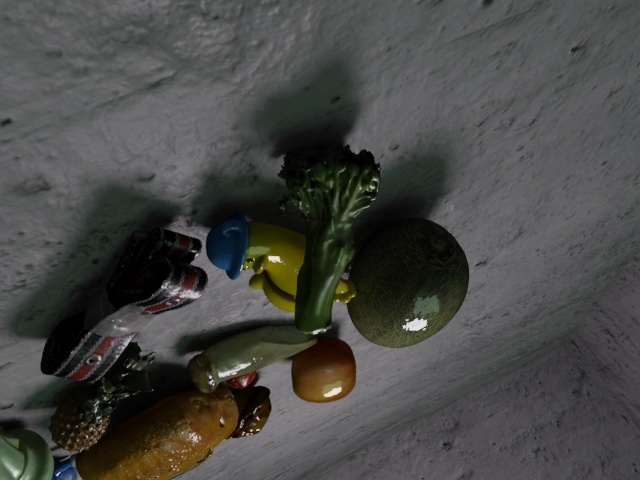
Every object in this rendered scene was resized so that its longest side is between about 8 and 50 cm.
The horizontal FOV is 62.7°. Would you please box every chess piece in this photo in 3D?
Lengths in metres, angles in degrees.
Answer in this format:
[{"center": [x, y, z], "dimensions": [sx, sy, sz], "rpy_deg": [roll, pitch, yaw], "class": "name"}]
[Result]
[{"center": [-0.617, 0.398, 0.963], "dimensions": [0.176, 0.176, 0.298], "rpy_deg": [-18, 146, -19], "class": "chess piece"}]

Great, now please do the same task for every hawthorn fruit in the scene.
[{"center": [-0.197, 0.316, 1.288], "dimensions": [0.093, 0.093, 0.093], "rpy_deg": [-21, 148, -14], "class": "hawthorn fruit"}]

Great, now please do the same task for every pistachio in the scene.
[{"center": [-0.202, 0.476, 1.451], "dimensions": [0.130, 0.165, 0.210], "rpy_deg": [35, 132, -12], "class": "pistachio"}]

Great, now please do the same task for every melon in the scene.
[{"center": [0.179, 0.099, 1.133], "dimensions": [0.248, 0.248, 0.329], "rpy_deg": [-12, 146, -27], "class": "melon"}]

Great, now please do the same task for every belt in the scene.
[{"center": [-0.326, 0.118, 0.852], "dimensions": [0.359, 0.126, 0.094], "rpy_deg": [-42, 145, 21], "class": "belt"}]

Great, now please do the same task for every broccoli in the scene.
[{"center": [0.004, 0.000, 0.826], "dimensions": [0.165, 0.304, 0.145], "rpy_deg": [6, -176, -7], "class": "broccoli"}]

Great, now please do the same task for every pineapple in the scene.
[{"center": [-0.434, 0.317, 1.047], "dimensions": [0.277, 0.130, 0.119], "rpy_deg": [-48, -175, 28], "class": "pineapple"}]

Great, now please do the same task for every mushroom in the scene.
[{"center": [-0.152, 0.256, 1.232], "dimensions": [0.333, 0.087, 0.107], "rpy_deg": [-16, 134, -33], "class": "mushroom"}]

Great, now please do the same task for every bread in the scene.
[{"center": [-0.371, 0.482, 1.248], "dimensions": [0.337, 0.148, 0.328], "rpy_deg": [-31, 165, 0], "class": "bread"}]

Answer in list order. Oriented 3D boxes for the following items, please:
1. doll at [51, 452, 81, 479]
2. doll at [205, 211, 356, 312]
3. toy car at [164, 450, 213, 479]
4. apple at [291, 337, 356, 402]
[{"center": [-0.665, 0.558, 1.201], "dimensions": [0.215, 0.161, 0.257], "rpy_deg": [-39, 167, -10], "class": "doll"}, {"center": [-0.056, 0.041, 0.948], "dimensions": [0.199, 0.145, 0.363], "rpy_deg": [-27, 146, 19], "class": "doll"}, {"center": [-0.435, 0.646, 1.545], "dimensions": [0.256, 0.101, 0.124], "rpy_deg": [-24, 153, -8], "class": "toy car"}, {"center": [0.005, 0.357, 1.435], "dimensions": [0.199, 0.199, 0.199], "rpy_deg": [-21, 148, -14], "class": "apple"}]
